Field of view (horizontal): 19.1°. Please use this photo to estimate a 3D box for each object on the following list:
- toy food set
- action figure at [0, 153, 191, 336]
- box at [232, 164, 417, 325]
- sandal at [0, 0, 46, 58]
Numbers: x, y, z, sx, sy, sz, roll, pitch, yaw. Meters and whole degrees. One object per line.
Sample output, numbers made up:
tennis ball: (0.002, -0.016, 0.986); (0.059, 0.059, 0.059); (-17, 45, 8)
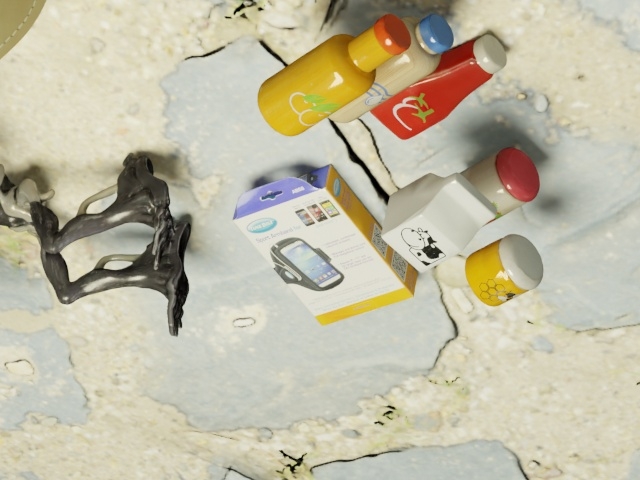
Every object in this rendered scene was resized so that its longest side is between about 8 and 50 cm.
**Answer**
toy food set: (0.081, -0.064, 1.201); (0.104, 0.111, 0.232); (-30, 120, 36)
action figure: (-0.236, 0.006, 1.331); (0.275, 0.141, 0.164); (2, 138, 7)
box: (0.000, 0.000, 1.350); (0.081, 0.028, 0.136); (-18, 126, 29)
sandal: (-0.245, -0.132, 1.228); (0.088, 0.079, 0.240); (19, 109, -25)
